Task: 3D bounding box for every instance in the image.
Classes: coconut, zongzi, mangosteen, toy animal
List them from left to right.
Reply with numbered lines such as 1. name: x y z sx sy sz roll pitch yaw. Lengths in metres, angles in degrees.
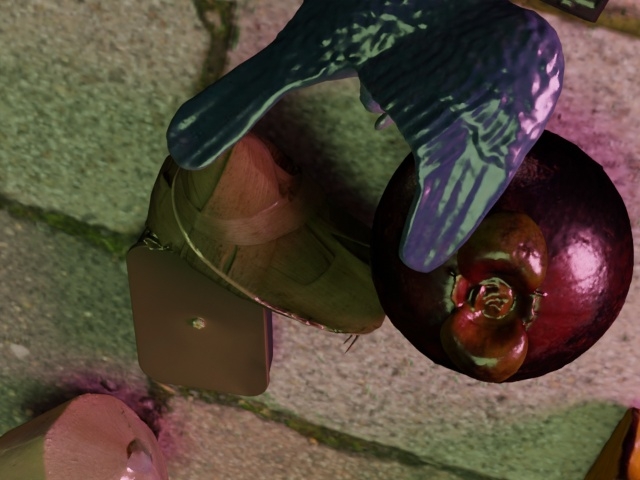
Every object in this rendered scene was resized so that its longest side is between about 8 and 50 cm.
1. coconut: -0.163 0.167 1.208 0.122 0.116 0.116 -24 121 39
2. zongzi: 0.000 0.000 0.981 0.189 0.081 0.178 30 165 -11
3. toy animal: 0.033 -0.122 0.836 0.239 0.255 0.176 55 170 18
4. mangosteen: 0.097 0.012 0.953 0.152 0.152 0.152 9 134 9

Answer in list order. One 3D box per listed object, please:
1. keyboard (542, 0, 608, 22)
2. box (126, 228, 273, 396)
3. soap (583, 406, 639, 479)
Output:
1. keyboard: 0.064 -0.172 0.884 0.198 0.010 0.063 24 137 -5
2. box: -0.075 0.044 1.119 0.091 0.031 0.126 8 133 11
3. soap: 0.306 0.244 1.141 0.324 0.096 0.204 20 135 -1
